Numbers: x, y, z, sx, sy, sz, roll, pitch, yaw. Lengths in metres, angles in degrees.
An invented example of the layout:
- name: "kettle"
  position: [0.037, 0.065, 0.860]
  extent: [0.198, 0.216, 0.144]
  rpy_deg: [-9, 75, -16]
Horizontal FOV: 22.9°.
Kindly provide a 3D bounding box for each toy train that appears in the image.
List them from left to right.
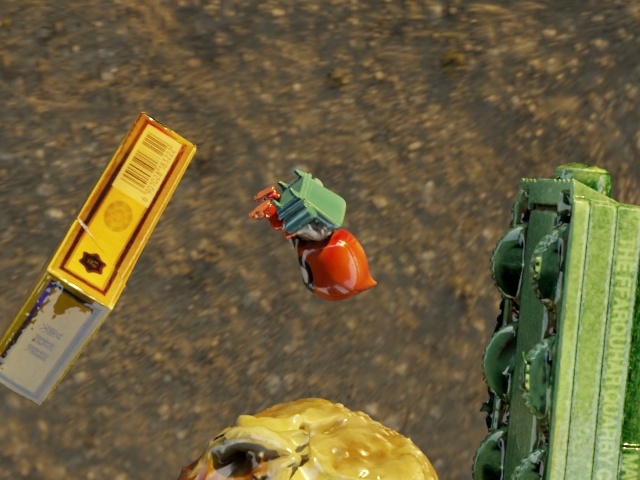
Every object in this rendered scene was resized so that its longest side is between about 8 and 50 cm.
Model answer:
- name: "toy train"
  position: [0.221, 0.108, 1.236]
  extent: [0.178, 0.138, 0.330]
  rpy_deg: [6, 91, -12]

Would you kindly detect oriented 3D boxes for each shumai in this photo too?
- name: "shumai"
  position: [-0.019, 0.168, 1.008]
  extent: [0.161, 0.153, 0.209]
  rpy_deg: [-37, 44, 11]

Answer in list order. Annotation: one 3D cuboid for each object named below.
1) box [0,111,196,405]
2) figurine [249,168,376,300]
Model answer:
- name: "box"
  position: [-0.255, 0.017, 1.773]
  extent: [0.084, 0.301, 0.193]
  rpy_deg: [31, 130, -8]
- name: "figurine"
  position: [0.000, 0.000, 1.542]
  extent: [0.075, 0.068, 0.140]
  rpy_deg: [-31, 110, 22]
